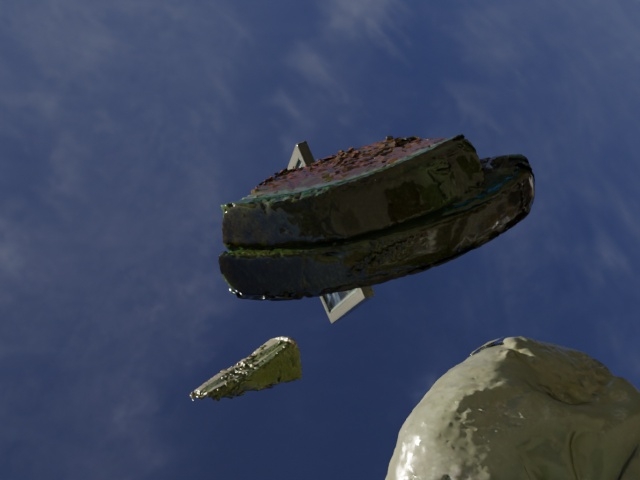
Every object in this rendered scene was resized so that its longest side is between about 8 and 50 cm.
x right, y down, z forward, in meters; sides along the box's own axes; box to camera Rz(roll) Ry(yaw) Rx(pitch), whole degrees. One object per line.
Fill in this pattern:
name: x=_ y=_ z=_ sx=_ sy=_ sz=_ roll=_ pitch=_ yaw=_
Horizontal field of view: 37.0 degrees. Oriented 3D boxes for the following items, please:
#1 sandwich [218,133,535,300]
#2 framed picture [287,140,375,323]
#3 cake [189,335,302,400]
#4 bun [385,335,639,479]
sandwich: x=0.043 y=-0.036 z=0.728 sx=0.235 sy=0.079 sz=0.159 roll=-8 pitch=-151 yaw=13
framed picture: x=0.000 y=0.000 z=1.449 sx=0.020 sy=0.324 sz=0.240 roll=-22 pitch=-96 yaw=-11
cake: x=-0.081 y=0.160 z=1.077 sx=0.140 sy=0.051 sz=0.055 roll=-29 pitch=-70 yaw=-40
bun: x=0.225 y=0.268 z=0.927 sx=0.360 sy=0.211 sz=0.359 roll=-10 pitch=-76 yaw=-44
